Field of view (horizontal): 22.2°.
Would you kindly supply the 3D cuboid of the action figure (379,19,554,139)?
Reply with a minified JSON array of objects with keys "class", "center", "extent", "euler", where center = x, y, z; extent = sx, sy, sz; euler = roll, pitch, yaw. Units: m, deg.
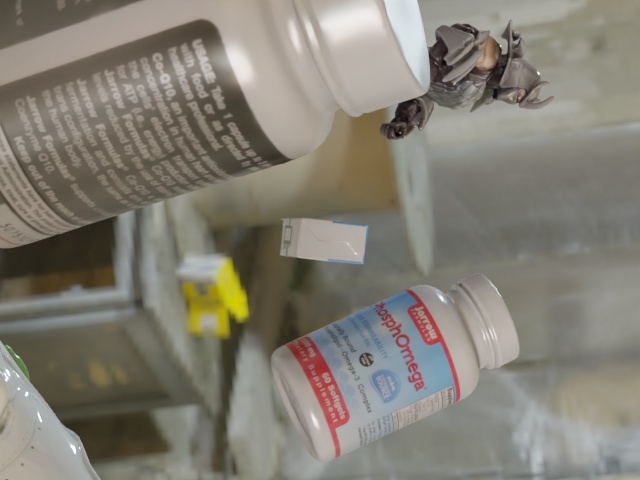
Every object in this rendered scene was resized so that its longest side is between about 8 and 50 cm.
[{"class":"action figure","center":[0.059,-0.147,1.381],"extent":[0.185,0.285,0.099],"euler":[111,-12,-67]}]

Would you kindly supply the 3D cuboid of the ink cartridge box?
[{"class":"ink cartridge box","center":[0.000,0.000,1.141],"extent":[0.083,0.048,0.028],"euler":[-175,-89,-79]}]

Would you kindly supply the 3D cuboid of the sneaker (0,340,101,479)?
[{"class":"sneaker","center":[-0.139,0.023,0.471],"extent":[0.090,0.232,0.115],"euler":[-43,176,-41]}]

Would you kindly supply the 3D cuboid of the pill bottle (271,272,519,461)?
[{"class":"pill bottle","center":[0.053,0.084,1.130],"extent":[0.087,0.160,0.087],"euler":[61,-11,22]}]

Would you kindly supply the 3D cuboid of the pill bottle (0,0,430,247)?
[{"class":"pill bottle","center":[-0.088,-0.108,0.961],"extent":[0.161,0.283,0.161],"euler":[-16,90,-76]}]

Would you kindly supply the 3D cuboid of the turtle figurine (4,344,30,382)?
[{"class":"turtle figurine","center":[-0.462,0.165,1.701],"extent":[0.198,0.266,0.274],"euler":[-51,131,-63]}]
